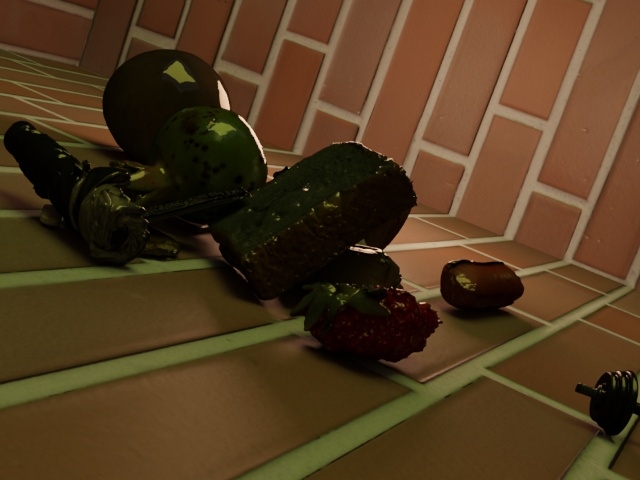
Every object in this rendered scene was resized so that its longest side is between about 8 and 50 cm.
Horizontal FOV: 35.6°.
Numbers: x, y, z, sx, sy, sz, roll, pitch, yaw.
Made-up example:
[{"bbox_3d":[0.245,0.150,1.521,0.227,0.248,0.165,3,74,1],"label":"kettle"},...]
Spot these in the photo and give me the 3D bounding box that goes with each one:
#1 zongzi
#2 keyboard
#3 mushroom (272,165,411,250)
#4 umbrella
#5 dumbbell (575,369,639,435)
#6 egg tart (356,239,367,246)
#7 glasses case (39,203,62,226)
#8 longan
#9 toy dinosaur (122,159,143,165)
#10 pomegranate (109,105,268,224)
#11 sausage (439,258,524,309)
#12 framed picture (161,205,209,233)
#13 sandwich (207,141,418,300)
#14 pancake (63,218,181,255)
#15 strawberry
[{"bbox_3d":[0.052,0.071,1.669,0.195,0.099,0.197,14,-16,26],"label":"zongzi"},{"bbox_3d":[-0.215,-0.059,1.645,0.197,0.015,0.074,-15,14,-13],"label":"keyboard"},{"bbox_3d":[0.030,-0.067,2.021,0.283,0.195,0.263,15,47,-9],"label":"mushroom"},{"bbox_3d":[-0.368,-0.089,1.493,0.106,0.113,0.358,-14,37,-38],"label":"umbrella"},{"bbox_3d":[0.468,0.247,1.440,0.209,0.099,0.099,20,10,-2],"label":"dumbbell"},{"bbox_3d":[0.000,0.000,1.801,0.234,0.094,0.234,14,-3,1],"label":"egg tart"},{"bbox_3d":[-0.409,-0.038,1.516,0.032,0.021,0.083,20,11,-16],"label":"glasses case"},{"bbox_3d":[-0.365,-0.306,2.356,0.319,0.318,0.319,19,10,-3],"label":"longan"},{"bbox_3d":[-0.266,-0.107,1.968,0.167,0.053,0.242,11,14,-43],"label":"toy dinosaur"},{"bbox_3d":[-0.241,-0.126,1.783,0.286,0.230,0.231,-15,20,-13],"label":"pomegranate"},{"bbox_3d":[0.328,0.095,2.016,0.102,0.102,0.330,25,10,29],"label":"sausage"},{"bbox_3d":[-0.261,-0.062,1.940,0.189,0.023,0.260,23,10,16],"label":"framed picture"},{"bbox_3d":[-0.022,-0.047,1.605,0.099,0.301,0.271,63,-12,-27],"label":"sandwich"},{"bbox_3d":[-0.312,-0.014,1.576,0.199,0.021,0.199,19,9,-3],"label":"pancake"},{"bbox_3d":[0.070,0.120,1.397,0.174,0.097,0.228,7,-10,29],"label":"strawberry"}]
